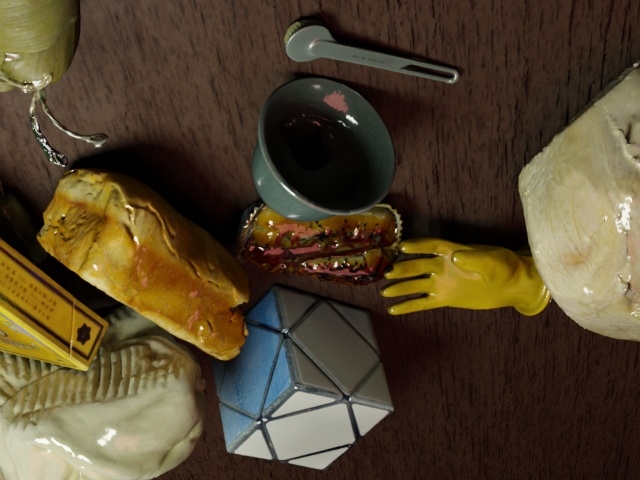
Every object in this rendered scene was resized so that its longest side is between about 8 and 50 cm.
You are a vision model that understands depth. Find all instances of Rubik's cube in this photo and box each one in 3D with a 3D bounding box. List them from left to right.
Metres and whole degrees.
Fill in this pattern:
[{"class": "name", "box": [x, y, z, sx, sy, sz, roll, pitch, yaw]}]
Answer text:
[{"class": "Rubik's cube", "box": [-0.033, 0.225, 1.970, 0.207, 0.205, 0.205, 18, 132, -32]}]

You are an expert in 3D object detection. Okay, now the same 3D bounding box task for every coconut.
[{"class": "coconut", "box": [0.483, -0.023, 1.701, 0.404, 0.405, 0.405, -9, 141, -7]}]

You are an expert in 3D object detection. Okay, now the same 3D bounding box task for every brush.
[{"class": "brush", "box": [0.071, -0.240, 1.585, 0.266, 0.027, 0.062, 8, 137, -31]}]

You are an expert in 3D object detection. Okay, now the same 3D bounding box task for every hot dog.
[{"class": "hot dog", "box": [0.000, 0.000, 1.806, 0.270, 0.082, 0.163, 4, 136, -20]}]

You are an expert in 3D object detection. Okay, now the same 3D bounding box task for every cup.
[{"class": "cup", "box": [-0.019, -0.099, 1.626, 0.199, 0.199, 0.150, 8, 155, -25]}]

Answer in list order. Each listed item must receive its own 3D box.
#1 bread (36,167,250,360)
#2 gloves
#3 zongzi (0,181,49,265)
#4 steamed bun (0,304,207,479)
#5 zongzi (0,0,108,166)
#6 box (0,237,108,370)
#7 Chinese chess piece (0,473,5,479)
[{"class": "bread", "box": [-0.227, 0.028, 1.692, 0.149, 0.195, 0.344, -56, 137, -6]}, {"class": "gloves", "box": [0.218, 0.061, 1.888, 0.294, 0.116, 0.133, 2, 110, -30]}, {"class": "zongzi", "box": [-0.459, -0.023, 1.672, 0.130, 0.062, 0.154, -4, 136, 27]}, {"class": "steamed bun", "box": [-0.335, 0.272, 1.817, 0.394, 0.346, 0.238, 4, 121, 29]}, {"class": "zongzi", "box": [-0.428, -0.285, 1.281, 0.418, 0.181, 0.447, 7, 143, -2]}, {"class": "box", "box": [-0.458, 0.068, 1.671, 0.192, 0.084, 0.301, 9, 155, 35]}, {"class": "Chinese chess piece", "box": [-0.607, 0.357, 2.028, 0.269, 0.112, 0.270, -9, 140, -7]}]
